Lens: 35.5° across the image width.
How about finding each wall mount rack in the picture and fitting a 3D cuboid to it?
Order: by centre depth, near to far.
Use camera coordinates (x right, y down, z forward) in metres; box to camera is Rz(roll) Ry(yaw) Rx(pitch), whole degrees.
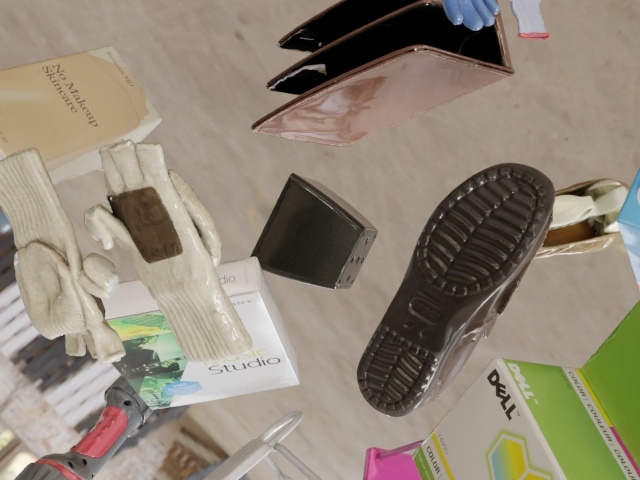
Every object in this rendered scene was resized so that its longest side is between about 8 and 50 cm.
[{"bbox_3d":[-0.117,0.421,1.570,0.130,0.350,0.304,52,161,-3],"label":"wall mount rack"}]

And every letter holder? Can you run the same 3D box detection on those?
[{"bbox_3d":[0.058,-0.246,1.308,0.301,0.214,0.152,-20,77,42],"label":"letter holder"}]

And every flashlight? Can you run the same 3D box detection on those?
[{"bbox_3d":[-0.372,0.323,1.614,0.103,0.304,0.103,43,131,-5],"label":"flashlight"}]

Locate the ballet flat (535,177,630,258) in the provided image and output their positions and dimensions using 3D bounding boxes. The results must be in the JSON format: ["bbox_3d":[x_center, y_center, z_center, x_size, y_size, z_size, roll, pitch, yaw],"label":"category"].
[{"bbox_3d":[0.390,-0.041,1.521,0.124,0.342,0.116,-41,63,59],"label":"ballet flat"}]

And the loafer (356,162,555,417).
[{"bbox_3d":[0.178,0.062,1.298,0.134,0.366,0.130,39,-171,26],"label":"loafer"}]

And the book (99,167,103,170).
[{"bbox_3d":[-0.359,-0.137,1.626,0.144,0.035,0.096,14,163,-25],"label":"book"}]

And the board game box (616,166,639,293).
[{"bbox_3d":[0.411,-0.096,1.033,0.064,0.317,0.242,19,164,31],"label":"board game box"}]

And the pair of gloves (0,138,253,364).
[{"bbox_3d":[-0.183,0.017,0.839,0.240,0.042,0.204,-4,111,35],"label":"pair of gloves"}]

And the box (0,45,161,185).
[{"bbox_3d":[-0.379,-0.159,1.376,0.121,0.311,0.148,-35,91,34],"label":"box"}]

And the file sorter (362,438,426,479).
[{"bbox_3d":[0.163,0.402,1.203,0.202,0.291,0.182,15,157,-15],"label":"file sorter"}]

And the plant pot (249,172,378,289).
[{"bbox_3d":[0.000,0.000,1.882,0.167,0.187,0.188,28,-175,14],"label":"plant pot"}]

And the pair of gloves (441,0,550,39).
[{"bbox_3d":[0.182,-0.291,1.074,0.023,0.198,0.159,-32,65,52],"label":"pair of gloves"}]

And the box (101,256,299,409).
[{"bbox_3d":[-0.166,0.136,1.358,0.322,0.232,0.059,73,-173,-59],"label":"box"}]

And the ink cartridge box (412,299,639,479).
[{"bbox_3d":[0.198,0.157,0.729,0.255,0.097,0.189,-58,37,32],"label":"ink cartridge box"}]
